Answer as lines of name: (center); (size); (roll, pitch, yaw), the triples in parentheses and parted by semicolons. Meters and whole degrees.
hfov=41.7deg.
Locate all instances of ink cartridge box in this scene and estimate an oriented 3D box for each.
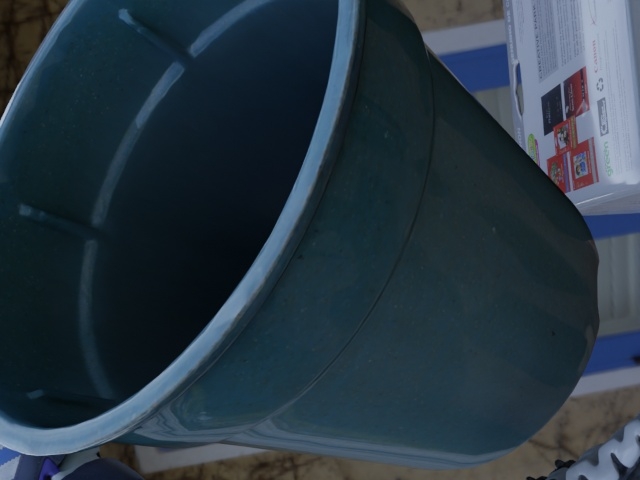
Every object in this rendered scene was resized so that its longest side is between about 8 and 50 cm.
ink cartridge box: (0.300, -0.187, 0.857); (0.272, 0.130, 0.309); (150, 116, -79)

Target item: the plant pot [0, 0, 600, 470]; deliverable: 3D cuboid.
plant pot: (0.000, 0.000, 0.562); (0.334, 0.341, 0.341); (27, -139, -41)

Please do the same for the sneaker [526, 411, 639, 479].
sneaker: (0.196, 0.136, 0.447); (0.106, 0.234, 0.078); (54, -150, 17)

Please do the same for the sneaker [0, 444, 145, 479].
sneaker: (-0.200, 0.175, 0.697); (0.130, 0.236, 0.323); (50, -134, -68)
